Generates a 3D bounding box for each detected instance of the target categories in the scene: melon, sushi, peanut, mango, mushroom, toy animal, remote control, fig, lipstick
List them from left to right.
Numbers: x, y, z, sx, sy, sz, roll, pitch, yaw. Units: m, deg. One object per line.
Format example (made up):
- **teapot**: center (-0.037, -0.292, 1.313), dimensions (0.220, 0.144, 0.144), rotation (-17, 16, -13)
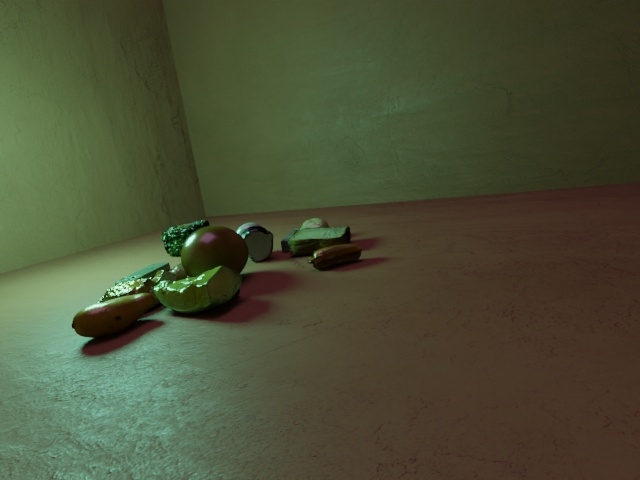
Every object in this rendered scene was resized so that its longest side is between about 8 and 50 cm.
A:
- **mango**: center (-0.682, 0.249, 1.386), dimensions (0.157, 0.109, 0.262), rotation (-11, 2, 44)
- **remote control**: center (-0.888, 0.174, 2.092), dimensions (0.123, 0.038, 0.285), rotation (-6, 13, 18)
- **peanut**: center (-0.623, 0.143, 1.912), dimensions (0.093, 0.083, 0.194), rotation (-20, 9, 16)
- **sushi**: center (-0.849, -0.019, 2.648), dimensions (0.294, 0.178, 0.352), rotation (-11, 10, -4)
- **melon**: center (-0.454, 0.183, 1.493), dimensions (0.323, 0.124, 0.196), rotation (-12, 17, 27)
- **fig**: center (-0.327, 0.198, 1.534), dimensions (0.050, 0.050, 0.083), rotation (-6, 29, 14)
- **toy animal**: center (-0.341, 0.001, 2.142), dimensions (0.165, 0.187, 0.235), rotation (-37, 23, -13)
- **lipstick**: center (-0.147, -0.005, 2.332), dimensions (0.068, 0.066, 0.317), rotation (-5, 12, 11)
- **mushroom**: center (-0.029, -0.052, 2.348), dimensions (0.166, 0.127, 0.166), rotation (-10, 35, 7)

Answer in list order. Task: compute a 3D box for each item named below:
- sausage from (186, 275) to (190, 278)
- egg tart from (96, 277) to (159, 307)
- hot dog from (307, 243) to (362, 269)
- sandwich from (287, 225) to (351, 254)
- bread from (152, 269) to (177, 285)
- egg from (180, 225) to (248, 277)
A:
- **sausage**: center (-0.537, 0.160, 1.871), dimensions (0.131, 0.041, 0.039), rotation (-17, -7, -38)
- **egg tart**: center (-0.727, 0.207, 1.618), dimensions (0.290, 0.107, 0.291), rotation (-8, 12, 2)
- **hot dog**: center (0.059, 0.059, 1.781), dimensions (0.249, 0.102, 0.076), rotation (-13, 48, -20)
- **sandwich**: center (0.000, 0.000, 2.128), dimensions (0.301, 0.099, 0.271), rotation (-3, 17, 13)
- **bread**: center (-0.670, 0.173, 1.782), dimensions (0.070, 0.076, 0.083), rotation (-8, 52, 43)
- **egg**: center (-0.438, 0.061, 1.760), dimensions (0.250, 0.250, 0.322), rotation (-4, 7, 22)
